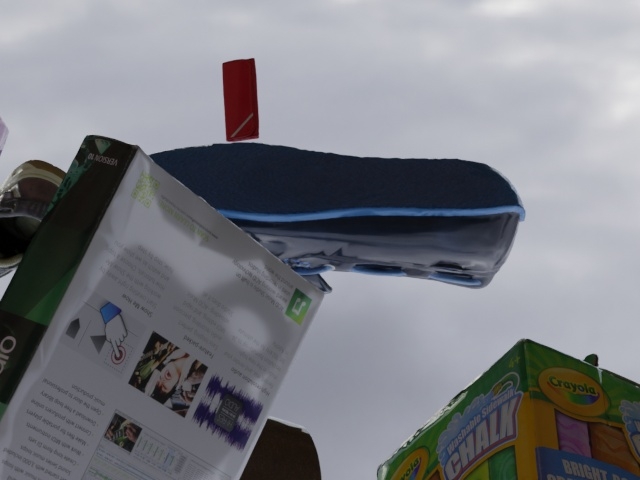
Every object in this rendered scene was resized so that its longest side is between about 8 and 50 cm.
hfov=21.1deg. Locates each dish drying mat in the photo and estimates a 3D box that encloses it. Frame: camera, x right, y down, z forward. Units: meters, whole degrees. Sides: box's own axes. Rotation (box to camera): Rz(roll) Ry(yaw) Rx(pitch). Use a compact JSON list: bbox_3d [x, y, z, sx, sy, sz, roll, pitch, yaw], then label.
[{"bbox_3d":[-0.073,-0.129,1.568,0.032,0.008,0.083,-9,-115,9],"label":"dish drying mat"}]

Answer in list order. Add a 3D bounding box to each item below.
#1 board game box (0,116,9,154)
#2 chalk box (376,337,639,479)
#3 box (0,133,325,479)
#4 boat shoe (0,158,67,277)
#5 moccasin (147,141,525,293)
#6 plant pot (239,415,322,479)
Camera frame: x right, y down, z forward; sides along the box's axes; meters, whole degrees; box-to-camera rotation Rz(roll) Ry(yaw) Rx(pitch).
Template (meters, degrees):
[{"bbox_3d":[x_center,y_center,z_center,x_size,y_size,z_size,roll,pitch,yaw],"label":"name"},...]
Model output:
[{"bbox_3d":[-0.370,-0.013,1.416,0.065,0.318,0.319,16,-105,7],"label":"board game box"},{"bbox_3d":[0.156,0.197,1.138,0.179,0.180,0.289,24,-141,-22],"label":"chalk box"},{"bbox_3d":[-0.140,0.124,1.144,0.058,0.232,0.322,13,-109,40],"label":"box"},{"bbox_3d":[-0.325,-0.007,1.771,0.080,0.223,0.073,34,-129,-15],"label":"boat shoe"},{"bbox_3d":[0.000,0.000,1.435,0.342,0.117,0.138,5,-147,-6],"label":"moccasin"},{"bbox_3d":[-0.123,0.243,1.701,0.230,0.215,0.215,-3,-152,-20],"label":"plant pot"}]
